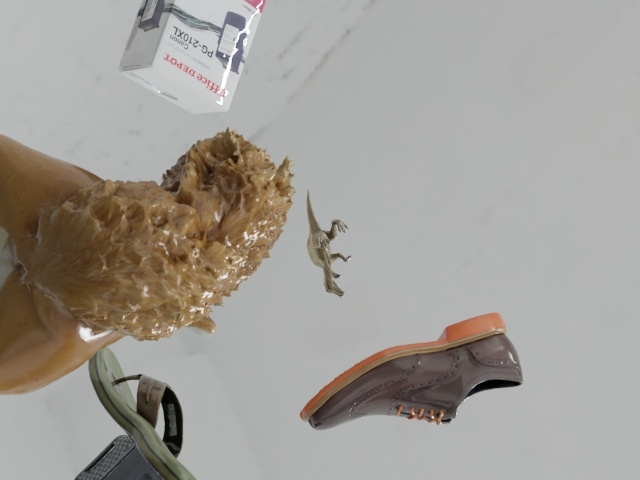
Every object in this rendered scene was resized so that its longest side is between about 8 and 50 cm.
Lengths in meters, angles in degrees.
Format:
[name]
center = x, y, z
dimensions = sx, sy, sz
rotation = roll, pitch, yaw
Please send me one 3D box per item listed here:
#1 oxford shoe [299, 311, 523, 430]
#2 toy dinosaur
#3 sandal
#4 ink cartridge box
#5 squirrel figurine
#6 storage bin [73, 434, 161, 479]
[oxford shoe]
center = 0.110, 0.173, 1.180
dimensions = 0.271, 0.097, 0.098
rotation = -21, -110, -9
[toy dinosaur]
center = 0.000, 0.000, 1.557
dimensions = 0.092, 0.053, 0.183
rotation = -28, -105, 60
[sandal]
center = -0.222, 0.248, 1.383
dimensions = 0.086, 0.120, 0.303
rotation = -38, -130, -12
[ink cartridge box]
center = -0.202, -0.346, 1.642
dimensions = 0.100, 0.172, 0.237
rotation = 6, -106, 46
[squirrel figurine]
center = -0.206, 0.027, 1.108
dimensions = 0.397, 0.370, 0.281
rotation = -7, -99, 30
[storage bin]
center = -0.268, 0.394, 1.525
dimensions = 0.084, 0.122, 0.180
rotation = -6, -58, 53
